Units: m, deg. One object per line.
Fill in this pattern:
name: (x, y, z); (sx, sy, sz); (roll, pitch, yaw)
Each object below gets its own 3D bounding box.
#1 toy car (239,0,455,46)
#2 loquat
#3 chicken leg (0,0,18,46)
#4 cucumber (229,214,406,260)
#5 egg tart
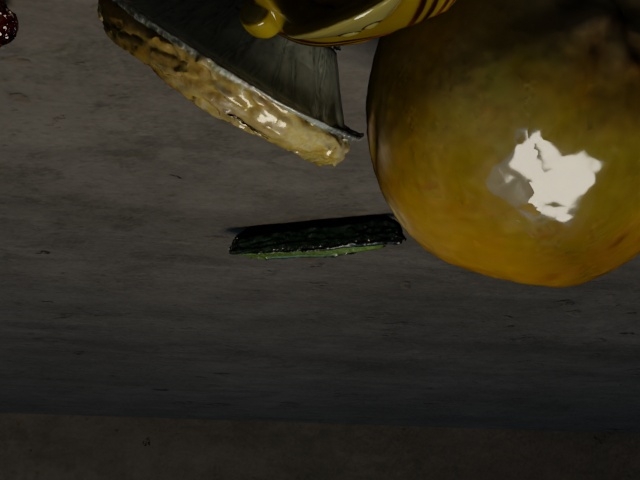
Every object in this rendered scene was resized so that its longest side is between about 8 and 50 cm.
toy car: (0.003, -0.201, 0.799); (0.200, 0.142, 0.248); (-15, 157, 35)
loquat: (0.171, -0.097, 0.968); (0.276, 0.276, 0.284); (1, 158, -9)
chicken leg: (-0.334, -0.185, 0.960); (0.205, 0.053, 0.093); (1, 140, -30)
cucumber: (0.000, 0.000, 1.562); (0.220, 0.046, 0.070); (-3, 164, 8)
egg tart: (-0.062, -0.145, 0.962); (0.234, 0.094, 0.234); (30, -173, -4)
